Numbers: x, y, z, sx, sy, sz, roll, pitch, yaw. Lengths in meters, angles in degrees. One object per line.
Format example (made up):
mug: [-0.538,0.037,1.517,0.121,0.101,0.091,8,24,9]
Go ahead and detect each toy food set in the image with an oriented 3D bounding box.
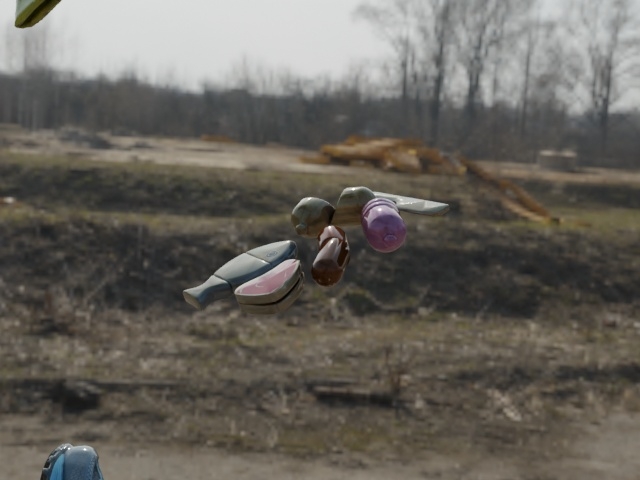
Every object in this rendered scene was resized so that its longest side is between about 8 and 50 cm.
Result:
toy food set: [0.000,0.000,0.521,0.122,0.019,0.078,-33,29,-33]

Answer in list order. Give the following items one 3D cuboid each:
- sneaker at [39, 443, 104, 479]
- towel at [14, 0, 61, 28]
sneaker: [-0.104,0.248,0.710,0.125,0.262,0.104,-16,-21,-18]
towel: [-0.133,-0.237,0.578,0.021,0.237,0.102,7,-16,-34]
